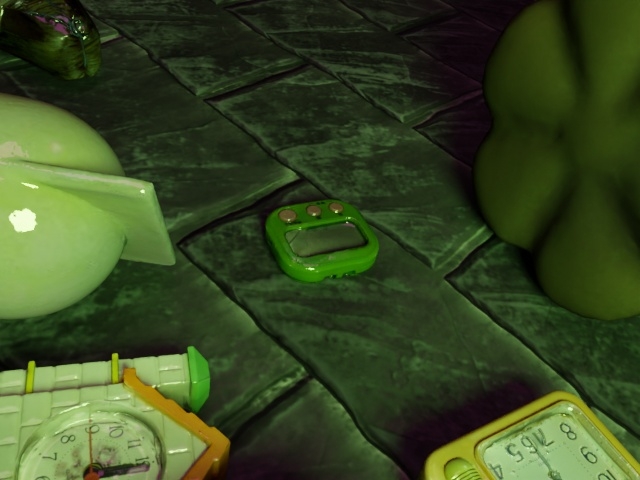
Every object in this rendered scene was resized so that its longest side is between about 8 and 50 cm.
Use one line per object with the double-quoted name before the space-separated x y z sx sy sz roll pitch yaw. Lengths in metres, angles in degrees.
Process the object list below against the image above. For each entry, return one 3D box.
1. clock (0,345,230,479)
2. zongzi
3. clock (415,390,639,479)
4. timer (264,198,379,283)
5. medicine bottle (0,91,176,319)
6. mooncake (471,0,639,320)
"clock" -0.207 0.200 0.541 0.255 0.106 0.220 -4 46 -17
"zongzi" -0.534 -0.353 1.016 0.300 0.138 0.286 -17 55 -28
"clock" 0.198 0.243 0.601 0.202 0.096 0.143 -16 47 -28
"timer" 0.000 0.000 0.840 0.140 0.047 0.128 -10 46 -23
"medicine bottle" -0.363 -0.040 0.660 0.406 0.236 0.236 9 43 -3
"mooncake" 0.406 -0.137 0.782 0.262 0.467 0.467 -13 49 -28
